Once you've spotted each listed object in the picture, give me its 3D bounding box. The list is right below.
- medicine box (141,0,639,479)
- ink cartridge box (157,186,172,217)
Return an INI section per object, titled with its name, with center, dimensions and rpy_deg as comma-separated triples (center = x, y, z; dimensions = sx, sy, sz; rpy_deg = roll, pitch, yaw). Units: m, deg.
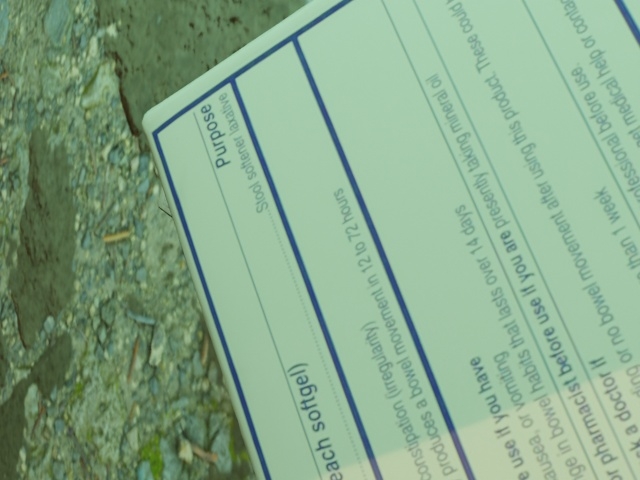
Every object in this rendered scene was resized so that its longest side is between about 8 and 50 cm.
[medicine box]
center = 0.113, 0.010, 0.449
dimensions = 0.289, 0.149, 0.263
rpy_deg = -31, 63, 21
[ink cartridge box]
center = 0.000, 0.000, 0.695
dimensions = 0.207, 0.097, 0.046
rpy_deg = 33, 113, 46
